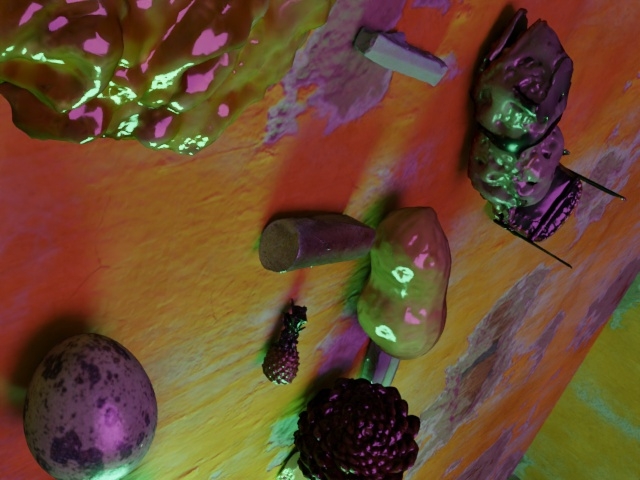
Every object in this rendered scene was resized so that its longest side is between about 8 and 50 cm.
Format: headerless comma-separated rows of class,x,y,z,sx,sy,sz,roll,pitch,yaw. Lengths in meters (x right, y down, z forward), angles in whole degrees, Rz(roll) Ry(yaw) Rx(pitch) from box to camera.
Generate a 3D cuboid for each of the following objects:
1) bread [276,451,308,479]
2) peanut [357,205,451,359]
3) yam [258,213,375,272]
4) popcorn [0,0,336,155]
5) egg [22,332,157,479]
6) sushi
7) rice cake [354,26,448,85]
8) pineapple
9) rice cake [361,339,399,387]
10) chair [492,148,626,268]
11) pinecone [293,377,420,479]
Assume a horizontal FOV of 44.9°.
bread,-0.018,0.465,1.528,0.181,0.039,0.251,-25,142,-39
peanut,0.127,0.078,1.185,0.147,0.147,0.319,-35,147,-25
yam,0.000,0.000,0.985,0.169,0.068,0.068,-9,131,-51
popcorn,-0.119,-0.157,0.524,0.286,0.173,0.225,-36,155,-34
egg,-0.234,0.170,0.788,0.132,0.132,0.172,-24,129,-39
sushi,0.290,-0.171,1.130,0.124,0.130,0.332,-38,148,-22
rice cake,0.101,-0.218,0.910,0.180,0.030,0.042,2,128,-55
pineapple,-0.042,0.145,1.107,0.058,0.058,0.124,-9,130,-51
rice cake,0.122,0.201,1.417,0.085,0.040,0.226,-27,144,-37
chair,0.403,-0.069,1.394,0.159,0.172,0.247,-55,-166,7
pinecone,0.051,0.351,1.334,0.221,0.221,0.221,-35,148,-26
